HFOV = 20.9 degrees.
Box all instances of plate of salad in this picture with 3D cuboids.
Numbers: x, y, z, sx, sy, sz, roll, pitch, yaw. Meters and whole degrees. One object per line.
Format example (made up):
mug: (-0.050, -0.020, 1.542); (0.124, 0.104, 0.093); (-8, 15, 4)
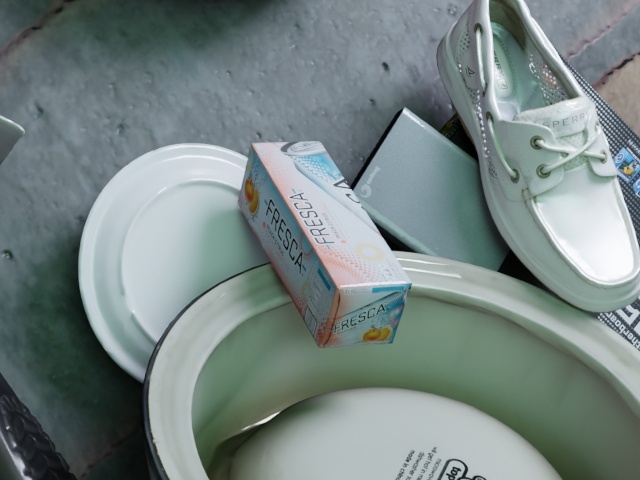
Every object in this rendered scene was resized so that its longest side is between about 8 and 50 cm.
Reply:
plate of salad: (-0.098, 0.024, 1.352); (0.199, 0.048, 0.200); (3, 84, -28)

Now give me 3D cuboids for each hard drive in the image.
hard drive: (0.094, -0.029, 1.378); (0.135, 0.022, 0.094); (36, 71, -10)

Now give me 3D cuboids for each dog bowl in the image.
dog bowl: (0.067, 0.185, 1.227); (0.407, 0.150, 0.408); (9, 35, -6)

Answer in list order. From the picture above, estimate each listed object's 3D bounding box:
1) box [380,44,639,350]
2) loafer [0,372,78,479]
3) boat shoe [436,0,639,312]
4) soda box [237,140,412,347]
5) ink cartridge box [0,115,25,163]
box: (0.200, -0.003, 1.455); (0.270, 0.060, 0.216); (46, 69, -6)
loafer: (-0.274, 0.151, 1.238); (0.130, 0.134, 0.366); (-32, 81, 1)
boat shoe: (0.175, -0.076, 1.347); (0.098, 0.096, 0.277); (-18, 68, -23)
soda box: (0.000, 0.000, 1.280); (0.063, 0.058, 0.183); (-3, 39, -25)
ink cartridge box: (-0.355, -0.185, 1.215); (0.353, 0.207, 0.119); (29, 73, -13)
